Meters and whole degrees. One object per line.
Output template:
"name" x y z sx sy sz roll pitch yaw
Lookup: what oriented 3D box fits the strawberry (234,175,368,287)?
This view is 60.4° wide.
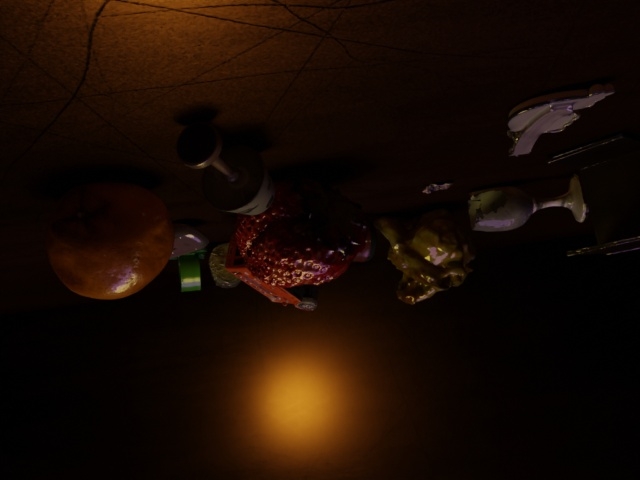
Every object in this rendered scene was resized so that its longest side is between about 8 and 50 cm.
"strawberry" -0.053 -0.005 1.230 0.238 0.250 0.288 -2 148 -50

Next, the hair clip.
"hair clip" 0.399 -0.213 0.977 0.140 0.054 0.220 -3 168 -5

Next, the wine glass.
"wine glass" 0.589 -0.099 1.585 0.321 0.143 0.143 -8 171 7

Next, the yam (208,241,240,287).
"yam" -0.325 0.090 1.951 0.154 0.154 0.254 -7 171 -9

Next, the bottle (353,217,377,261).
"bottle" 0.000 0.000 1.717 0.336 0.144 0.144 -1 169 -23

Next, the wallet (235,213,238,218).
"wallet" -0.093 -0.064 1.497 0.229 0.049 0.182 -13 167 19

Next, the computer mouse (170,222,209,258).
"computer mouse" -0.419 0.004 1.527 0.232 0.057 0.120 -16 144 24

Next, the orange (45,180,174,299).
"orange" -0.415 -0.002 1.057 0.249 0.249 0.183 -11 155 20

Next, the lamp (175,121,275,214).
"lamp" -0.153 -0.111 0.909 0.121 0.121 0.214 -10 162 14

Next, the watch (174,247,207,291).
"watch" -0.455 0.098 1.876 0.131 0.152 0.165 -2 171 -18

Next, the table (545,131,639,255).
"table" 0.714 -0.100 1.337 0.282 0.251 0.196 -1 170 -42

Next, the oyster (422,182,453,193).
"oyster" 0.311 -0.139 1.461 0.083 0.019 0.054 -8 172 3

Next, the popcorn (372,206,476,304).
"popcorn" 0.351 0.024 1.835 0.290 0.321 0.325 -24 -170 -7

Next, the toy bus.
"toy bus" -0.122 0.090 1.568 0.153 0.143 0.329 -9 151 28
